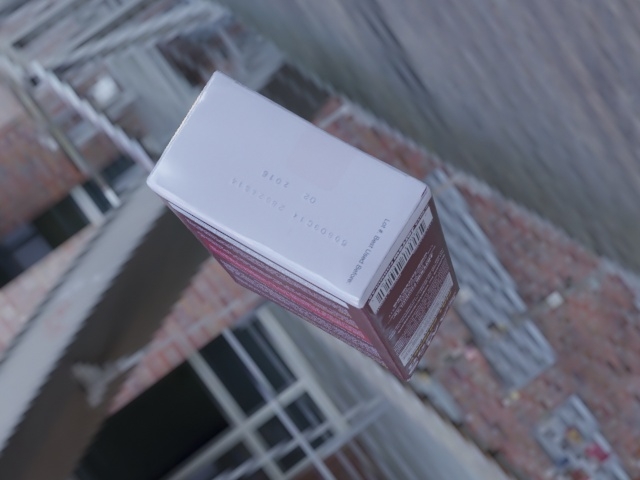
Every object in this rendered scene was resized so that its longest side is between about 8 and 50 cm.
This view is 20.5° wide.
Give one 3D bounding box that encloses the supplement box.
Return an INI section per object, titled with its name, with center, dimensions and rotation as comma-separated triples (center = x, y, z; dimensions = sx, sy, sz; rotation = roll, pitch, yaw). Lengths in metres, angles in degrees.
[supplement box]
center = 0.000, 0.000, 0.978
dimensions = 0.130, 0.073, 0.239
rotation = 30, 172, 13
